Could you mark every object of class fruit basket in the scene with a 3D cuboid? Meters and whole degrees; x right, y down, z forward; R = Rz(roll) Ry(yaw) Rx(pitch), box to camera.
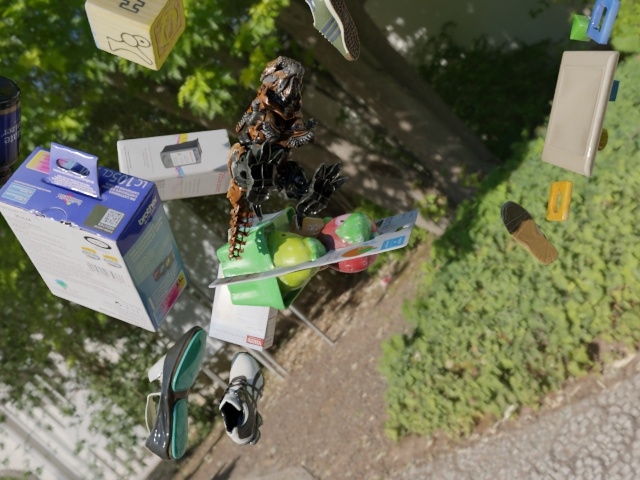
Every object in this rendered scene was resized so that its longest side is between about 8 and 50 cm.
[{"bbox_3d":[0.000,0.000,1.307,0.352,0.166,0.327,-19,8,16],"label":"fruit basket"}]

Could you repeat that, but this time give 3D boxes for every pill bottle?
[{"bbox_3d":[-0.694,-0.227,1.476,0.123,0.122,0.219,-51,-15,-50],"label":"pill bottle"}]

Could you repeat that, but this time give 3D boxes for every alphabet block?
[{"bbox_3d":[-0.512,-0.630,1.974,0.192,0.197,0.194,105,-172,-67],"label":"alphabet block"}]

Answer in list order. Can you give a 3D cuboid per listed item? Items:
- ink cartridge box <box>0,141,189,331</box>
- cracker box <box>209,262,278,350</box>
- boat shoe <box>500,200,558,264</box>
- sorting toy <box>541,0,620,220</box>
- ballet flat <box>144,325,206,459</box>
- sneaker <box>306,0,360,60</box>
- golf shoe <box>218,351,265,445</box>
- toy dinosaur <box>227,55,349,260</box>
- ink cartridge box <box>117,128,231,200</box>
[{"bbox_3d":[-0.434,-0.012,1.358,0.396,0.269,0.151,86,-155,-56],"label":"ink cartridge box"},{"bbox_3d":[-0.185,0.146,1.779,0.067,0.155,0.232,-13,-65,-69],"label":"cracker box"},{"bbox_3d":[0.455,-0.018,1.560,0.063,0.170,0.059,-38,7,8],"label":"boat shoe"},{"bbox_3d":[0.409,-0.198,1.093,0.196,0.047,0.348,-99,17,-75],"label":"sorting toy"},{"bbox_3d":[-0.308,0.305,1.435,0.095,0.096,0.281,17,-96,-70],"label":"ballet flat"},{"bbox_3d":[0.027,-0.521,1.700,0.086,0.192,0.064,7,52,34],"label":"sneaker"},{"bbox_3d":[-0.161,0.311,1.425,0.077,0.198,0.094,-19,-32,17],"label":"golf shoe"},{"bbox_3d":[-0.078,-0.122,1.129,0.164,0.322,0.218,-12,29,-24],"label":"toy dinosaur"},{"bbox_3d":[-0.416,-0.207,2.018,0.306,0.131,0.226,-10,-12,-16],"label":"ink cartridge box"}]
